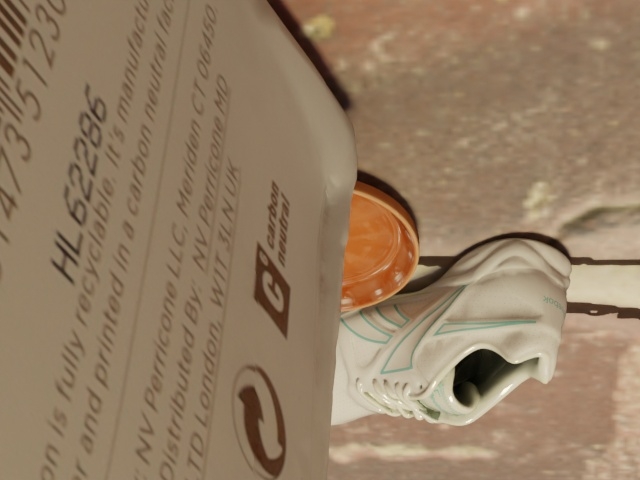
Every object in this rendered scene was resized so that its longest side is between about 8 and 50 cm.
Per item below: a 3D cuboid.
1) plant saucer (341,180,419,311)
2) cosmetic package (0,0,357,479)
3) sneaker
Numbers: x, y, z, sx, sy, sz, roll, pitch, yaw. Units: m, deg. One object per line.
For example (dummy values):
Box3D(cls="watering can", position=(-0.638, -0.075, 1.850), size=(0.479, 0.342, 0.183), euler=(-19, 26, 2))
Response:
Box3D(cls="plant saucer", position=(0.000, 0.000, 0.750), size=(0.084, 0.013, 0.083), euler=(2, 140, 2))
Box3D(cls="cosmetic package", position=(-0.239, 0.029, 0.566), size=(0.394, 0.329, 0.327), euler=(-15, 137, 24))
Box3D(cls="sneaker", position=(0.042, 0.053, 0.773), size=(0.054, 0.061, 0.152), euler=(33, 134, -32))
